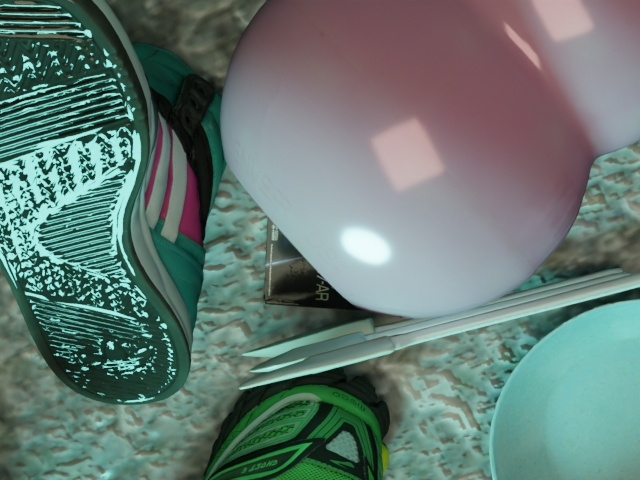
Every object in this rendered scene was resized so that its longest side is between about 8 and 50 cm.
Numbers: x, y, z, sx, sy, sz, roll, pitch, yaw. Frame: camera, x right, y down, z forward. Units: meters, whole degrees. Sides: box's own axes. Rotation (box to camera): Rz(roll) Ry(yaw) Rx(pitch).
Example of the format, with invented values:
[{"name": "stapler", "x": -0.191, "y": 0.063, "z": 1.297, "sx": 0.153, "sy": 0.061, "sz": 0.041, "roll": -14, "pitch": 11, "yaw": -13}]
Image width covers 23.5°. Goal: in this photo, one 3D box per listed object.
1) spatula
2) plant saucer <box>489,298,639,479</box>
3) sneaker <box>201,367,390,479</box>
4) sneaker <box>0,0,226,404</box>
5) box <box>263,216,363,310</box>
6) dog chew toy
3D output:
[{"name": "spatula", "x": 0.071, "y": 0.044, "z": 0.888, "sx": 0.242, "sy": 0.168, "sz": 0.019, "roll": -15, "pitch": 88, "yaw": -1}, {"name": "plant saucer", "x": 0.202, "y": 0.122, "z": 0.966, "sx": 0.195, "sy": 0.037, "sz": 0.195, "roll": 1, "pitch": 107, "yaw": 3}, {"name": "sneaker", "x": -0.076, "y": 0.238, "z": 0.958, "sx": 0.134, "sy": 0.146, "sz": 0.343, "roll": 27, "pitch": 108, "yaw": -6}, {"name": "sneaker", "x": -0.120, "y": -0.066, "z": 0.850, "sx": 0.123, "sy": 0.178, "sz": 0.295, "roll": -3, "pitch": 136, "yaw": 3}, {"name": "box", "x": 0.000, "y": 0.000, "z": 0.948, "sx": 0.067, "sy": 0.018, "sz": 0.083, "roll": 5, "pitch": 107, "yaw": 2}, {"name": "dog chew toy", "x": 0.108, "y": -0.113, "z": 0.822, "sx": 0.332, "sy": 0.206, "sz": 0.206, "roll": -41, "pitch": 101, "yaw": 3}]
